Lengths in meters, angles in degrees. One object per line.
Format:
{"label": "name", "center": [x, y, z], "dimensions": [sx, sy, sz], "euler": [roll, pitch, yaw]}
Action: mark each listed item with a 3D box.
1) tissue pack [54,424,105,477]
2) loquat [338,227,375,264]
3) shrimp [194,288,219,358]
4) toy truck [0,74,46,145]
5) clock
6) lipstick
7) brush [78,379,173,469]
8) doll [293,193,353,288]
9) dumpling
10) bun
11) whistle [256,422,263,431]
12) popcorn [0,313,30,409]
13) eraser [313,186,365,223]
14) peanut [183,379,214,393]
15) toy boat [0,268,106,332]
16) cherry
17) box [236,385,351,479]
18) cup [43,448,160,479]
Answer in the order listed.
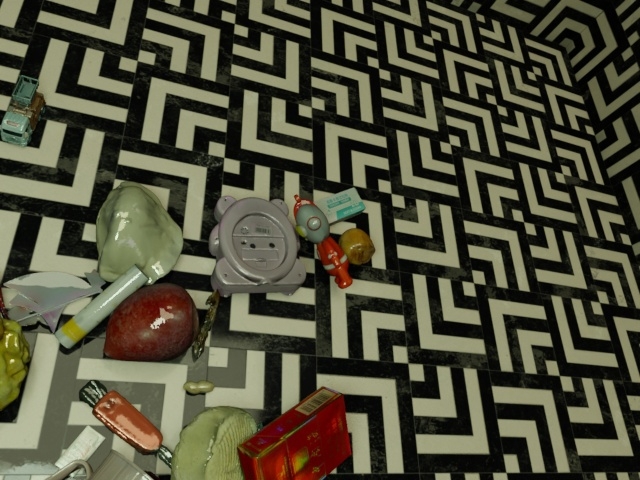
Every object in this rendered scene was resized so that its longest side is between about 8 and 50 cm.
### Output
{"label": "tissue pack", "center": [-0.579, 0.508, 1.230], "dimensions": [0.056, 0.023, 0.108], "euler": [39, 55, -2]}
{"label": "loquat", "center": [0.124, 0.024, 1.764], "dimensions": [0.137, 0.113, 0.137], "euler": [25, 32, -16]}
{"label": "shrimp", "center": [-0.318, 0.224, 1.426], "dimensions": [0.035, 0.148, 0.195], "euler": [18, 60, -6]}
{"label": "toy truck", "center": [-0.877, -0.379, 1.498], "dimensions": [0.080, 0.115, 0.178], "euler": [14, 61, -18]}
{"label": "clock", "center": [-0.204, 0.015, 1.610], "dimensions": [0.295, 0.113, 0.323], "euler": [1, 63, -24]}
{"label": "lipstick", "center": [-0.568, 0.170, 1.333], "dimensions": [0.264, 0.059, 0.059], "euler": [-42, 86, -12]}
{"label": "brush", "center": [-0.476, 0.473, 1.284], "dimensions": [0.323, 0.051, 0.070], "euler": [41, 48, 3]}
{"label": "doll", "center": [0.000, 0.000, 1.652], "dimensions": [0.105, 0.200, 0.337], "euler": [-29, 100, -2]}
{"label": "dumpling", "center": [-0.505, -0.032, 1.444], "dimensions": [0.242, 0.187, 0.319], "euler": [16, 63, -18]}
{"label": "bun", "center": [-0.269, 0.537, 1.261], "dimensions": [0.152, 0.259, 0.260], "euler": [0, 55, 22]}
{"label": "whistle", "center": [-0.146, 0.593, 1.380], "dimensions": [0.039, 0.039, 0.187], "euler": [-11, 69, -29]}
{"label": "popcorn", "center": [-0.784, 0.282, 1.120], "dimensions": [0.251, 0.215, 0.287], "euler": [-1, 104, -16]}
{"label": "eraser", "center": [0.052, -0.113, 1.830], "dimensions": [0.225, 0.052, 0.096], "euler": [-23, 78, -33]}
{"label": "peanut", "center": [-0.333, 0.401, 1.393], "dimensions": [0.083, 0.037, 0.037], "euler": [7, 62, -24]}
{"label": "toy boat", "center": [-0.743, 0.139, 1.323], "dimensions": [0.219, 0.072, 0.318], "euler": [42, 52, -3]}
{"label": "cherry", "center": [-0.439, 0.212, 1.330], "dimensions": [0.239, 0.239, 0.206], "euler": [6, 82, -22]}
{"label": "box", "center": [-0.057, 0.547, 1.326], "dimensions": [0.313, 0.089, 0.198], "euler": [-22, 112, -42]}
{"label": "cup", "center": [-0.486, 0.610, 1.105], "dimensions": [0.288, 0.208, 0.273], "euler": [46, 56, -8]}
